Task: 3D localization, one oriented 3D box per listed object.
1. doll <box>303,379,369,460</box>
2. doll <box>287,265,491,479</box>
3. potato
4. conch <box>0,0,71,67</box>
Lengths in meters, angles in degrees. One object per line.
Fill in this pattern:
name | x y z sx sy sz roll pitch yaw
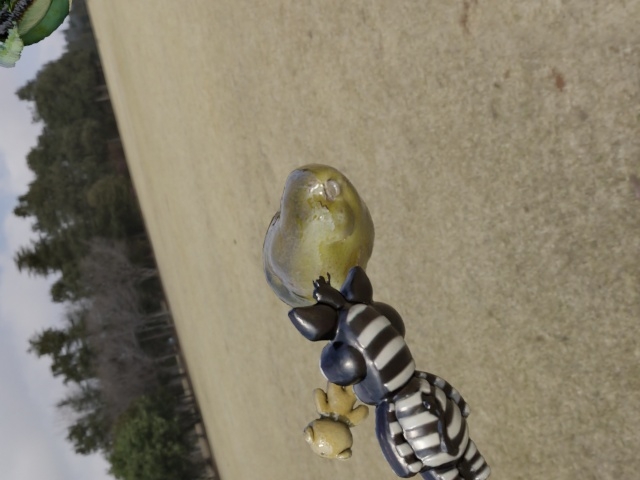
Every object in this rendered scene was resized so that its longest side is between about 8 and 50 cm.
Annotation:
doll | 0.018 0.171 0.713 0.051 0.062 0.093 125 165 -76
doll | 0.059 0.120 0.593 0.219 0.091 0.067 55 145 0
potato | -0.003 -0.002 1.300 0.351 0.203 0.218 99 -178 -58
conch | -0.331 -0.254 0.758 0.250 0.144 0.137 51 167 54
